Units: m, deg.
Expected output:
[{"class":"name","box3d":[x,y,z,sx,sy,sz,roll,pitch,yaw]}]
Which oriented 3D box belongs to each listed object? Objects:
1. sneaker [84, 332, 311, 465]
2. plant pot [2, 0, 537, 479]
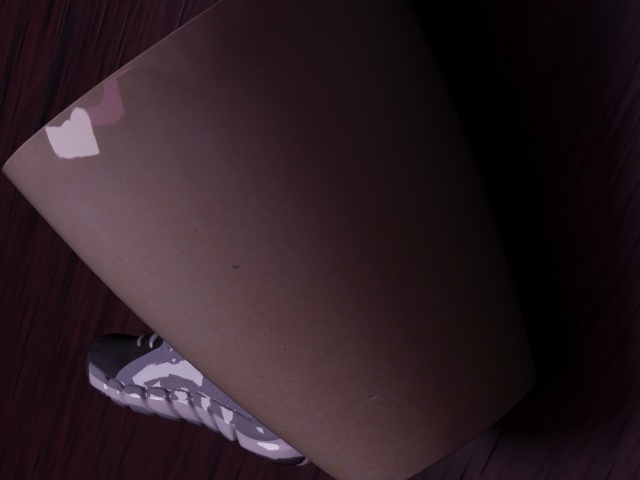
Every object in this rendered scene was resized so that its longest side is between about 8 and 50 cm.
[{"class":"sneaker","box3d":[-0.069,0.062,1.291,0.229,0.086,0.132,15,108,36]},{"class":"plant pot","box3d":[0.000,0.000,1.083,0.274,0.256,0.256,55,139,-2]}]
